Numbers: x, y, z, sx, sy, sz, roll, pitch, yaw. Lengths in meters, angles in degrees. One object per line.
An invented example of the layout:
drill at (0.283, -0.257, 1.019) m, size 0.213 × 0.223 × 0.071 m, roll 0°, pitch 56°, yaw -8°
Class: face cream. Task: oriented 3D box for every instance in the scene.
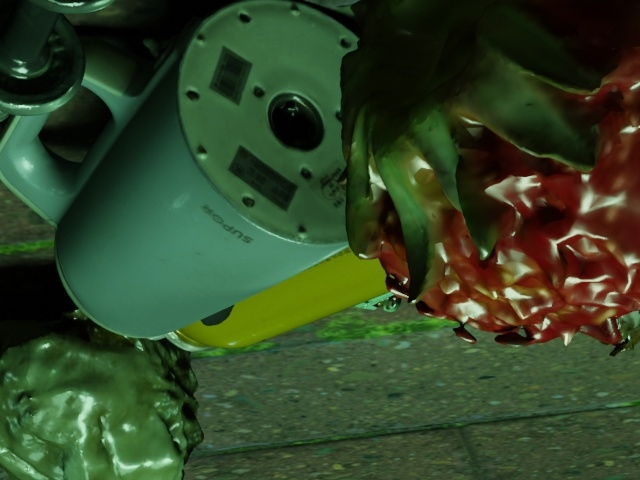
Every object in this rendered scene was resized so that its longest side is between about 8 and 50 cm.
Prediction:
face cream at (0.000, 0.000, 1.321) m, size 0.349 × 0.105 × 0.105 m, roll -22°, pitch 148°, yaw 35°

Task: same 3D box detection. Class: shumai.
shumai at (-0.183, 0.165, 1.499) m, size 0.189 × 0.218 × 0.256 m, roll -17°, pitch 170°, yaw 10°

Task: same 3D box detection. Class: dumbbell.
dumbbell at (-0.156, -0.132, 1.057) m, size 0.081 × 0.081 × 0.254 m, roll 7°, pitch 153°, yaw -20°

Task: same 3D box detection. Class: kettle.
kettle at (-0.094, -0.043, 1.190) m, size 0.210 × 0.160 × 0.243 m, roll 35°, pitch 144°, yaw -16°

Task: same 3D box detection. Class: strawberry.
strawberry at (0.178, -0.065, 0.999) m, size 0.343 × 0.292 × 0.292 m, roll 17°, pitch 148°, yaw -32°

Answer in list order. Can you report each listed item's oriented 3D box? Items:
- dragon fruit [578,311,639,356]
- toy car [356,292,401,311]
dragon fruit at (0.143, -0.029, 1.130) m, size 0.127 × 0.161 × 0.120 m, roll 20°, pitch 176°, yaw 45°
toy car at (0.065, 0.019, 1.449) m, size 0.122 × 0.035 × 0.059 m, roll -29°, pitch 145°, yaw 29°
